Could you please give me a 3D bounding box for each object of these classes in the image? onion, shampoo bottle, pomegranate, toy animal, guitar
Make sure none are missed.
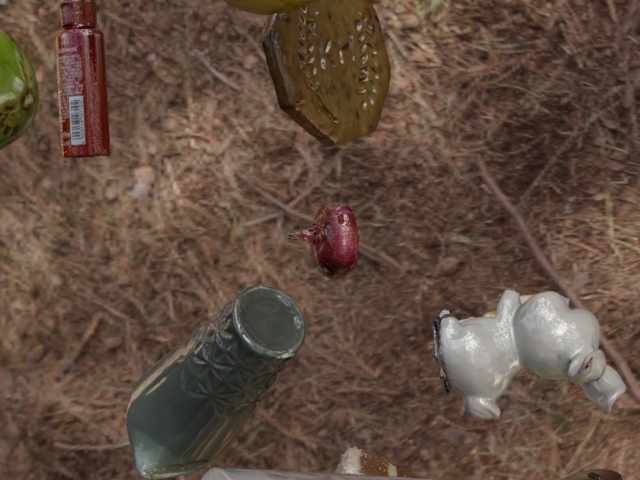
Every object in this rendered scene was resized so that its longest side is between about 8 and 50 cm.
[{"bbox_3d":[0.000,0.000,1.882,0.150,0.140,0.150,175,90,-70],"label":"onion"},{"bbox_3d":[-0.463,-0.314,1.971,0.118,0.076,0.314,0,94,45],"label":"shampoo bottle"},{"bbox_3d":[-0.386,-0.180,1.136,0.169,0.122,0.143,26,150,32],"label":"pomegranate"},{"bbox_3d":[0.356,0.188,1.752,0.310,0.183,0.247,-6,45,12],"label":"toy animal"},{"bbox_3d":[0.279,0.351,1.370,0.084,0.271,0.038,163,100,-77],"label":"guitar"}]

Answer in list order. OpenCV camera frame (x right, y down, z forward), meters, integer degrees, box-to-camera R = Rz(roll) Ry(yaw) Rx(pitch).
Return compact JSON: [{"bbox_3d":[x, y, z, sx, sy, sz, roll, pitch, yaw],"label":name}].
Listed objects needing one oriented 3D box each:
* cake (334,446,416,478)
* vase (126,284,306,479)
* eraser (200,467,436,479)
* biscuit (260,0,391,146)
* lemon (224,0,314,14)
[{"bbox_3d":[0.082,0.462,1.827,0.147,0.134,0.135,28,100,1],"label":"cake"},{"bbox_3d":[-0.127,0.166,1.345,0.156,0.251,0.301,36,136,-6],"label":"vase"},{"bbox_3d":[0.011,0.310,1.148,0.174,0.270,0.095,168,110,-70],"label":"eraser"},{"bbox_3d":[0.020,-0.353,1.939,0.046,0.359,0.359,-9,86,41],"label":"biscuit"},{"bbox_3d":[-0.069,-0.526,1.535,0.387,0.350,0.350,-31,74,30],"label":"lemon"}]
